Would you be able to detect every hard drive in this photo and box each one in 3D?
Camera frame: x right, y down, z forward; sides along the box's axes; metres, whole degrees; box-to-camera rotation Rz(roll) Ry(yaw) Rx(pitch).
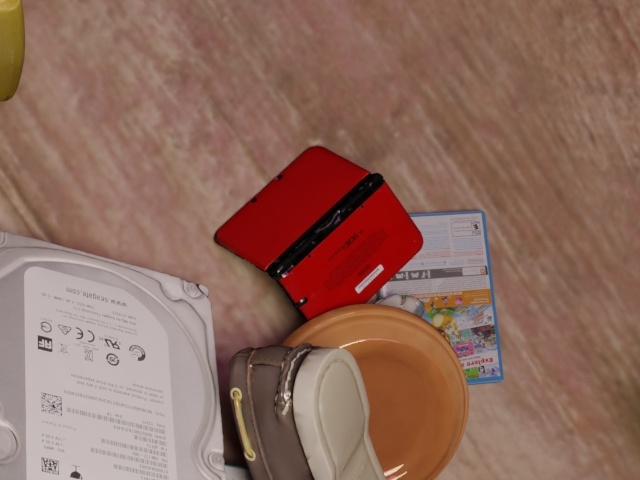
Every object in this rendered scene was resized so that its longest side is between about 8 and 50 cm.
[{"bbox_3d":[-0.190,0.160,1.554,0.237,0.064,0.339,17,49,-29],"label":"hard drive"}]

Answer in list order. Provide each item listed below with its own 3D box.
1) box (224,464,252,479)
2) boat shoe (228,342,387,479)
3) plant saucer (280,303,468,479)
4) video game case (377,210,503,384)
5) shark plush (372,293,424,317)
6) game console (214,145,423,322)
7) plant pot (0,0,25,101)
[{"bbox_3d":[-0.179,0.231,1.645,0.244,0.060,0.100,12,77,-20],"label":"box"},{"bbox_3d":[-0.004,0.229,1.655,0.116,0.097,0.324,-52,138,-47],"label":"boat shoe"},{"bbox_3d":[0.040,0.156,1.716,0.200,0.037,0.200,-4,106,-13],"label":"plant saucer"},{"bbox_3d":[0.111,0.057,1.816,0.119,0.015,0.166,-3,82,-23],"label":"video game case"},{"bbox_3d":[0.050,0.125,1.753,0.067,0.073,0.161,18,75,-29],"label":"shark plush"},{"bbox_3d":[0.000,0.000,1.756,0.144,0.085,0.124,-43,110,-22],"label":"game console"},{"bbox_3d":[-0.347,-0.234,1.584,0.212,0.187,0.212,-5,83,-22],"label":"plant pot"}]
